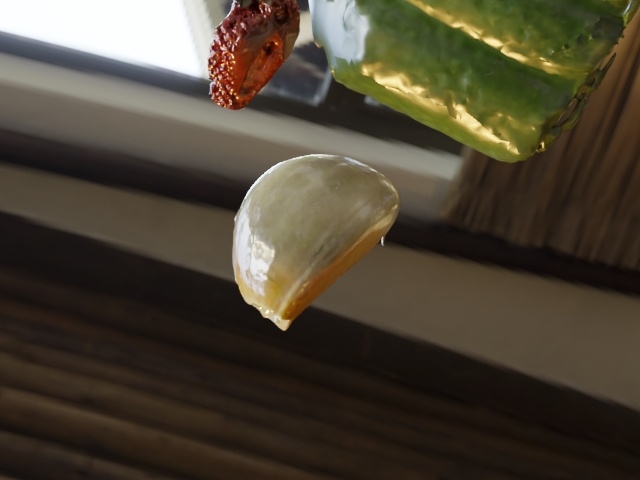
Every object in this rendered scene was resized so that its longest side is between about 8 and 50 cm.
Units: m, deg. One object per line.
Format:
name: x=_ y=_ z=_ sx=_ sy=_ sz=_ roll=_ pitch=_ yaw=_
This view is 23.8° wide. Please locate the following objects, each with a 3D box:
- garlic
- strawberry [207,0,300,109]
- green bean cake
garlic: x=0.002 y=-0.014 z=1.670 sx=0.145 sy=0.164 sz=0.245 roll=20 pitch=-142 yaw=33
strawberry: x=-0.070 y=-0.203 z=1.616 sx=0.104 sy=0.152 sz=0.048 roll=-11 pitch=-142 yaw=-40
green bean cake: x=0.136 y=-0.253 z=1.022 sx=0.218 sy=0.335 sz=0.319 roll=26 pitch=-160 yaw=-1
